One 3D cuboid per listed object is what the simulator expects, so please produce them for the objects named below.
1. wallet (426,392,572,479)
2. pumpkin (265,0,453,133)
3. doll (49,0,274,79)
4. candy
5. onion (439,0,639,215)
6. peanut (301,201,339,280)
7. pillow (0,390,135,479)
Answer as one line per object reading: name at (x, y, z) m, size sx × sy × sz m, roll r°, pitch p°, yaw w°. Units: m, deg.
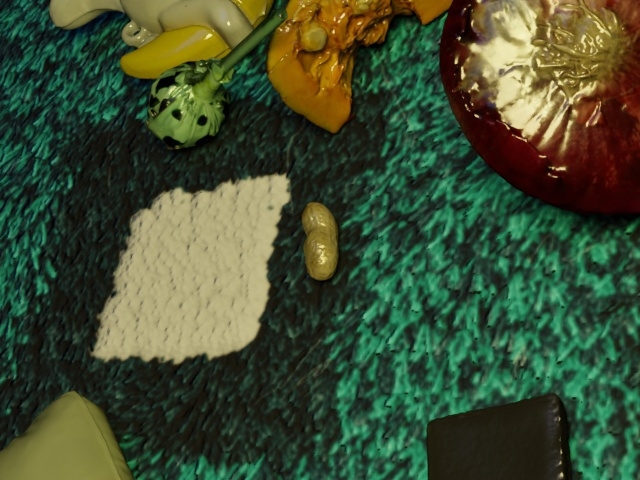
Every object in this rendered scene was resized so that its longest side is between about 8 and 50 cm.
wallet at (0.140, 0.242, 1.162) m, size 0.124 × 0.025 × 0.244 m, roll -14°, pitch 55°, yaw 24°
pumpkin at (0.068, -0.255, 1.464) m, size 0.190 × 0.139 × 0.281 m, roll -8°, pitch 58°, yaw 29°
doll at (-0.152, -0.277, 1.632) m, size 0.252 × 0.111 × 0.237 m, roll 38°, pitch 85°, yaw 33°
candy at (-0.098, -0.162, 1.453) m, size 0.091 × 0.083 × 0.305 m, roll -59°, pitch 13°, yaw -23°
onion at (0.237, -0.150, 1.269) m, size 0.272 × 0.195 × 0.272 m, roll 0°, pitch 86°, yaw -1°
peanut at (0.000, 0.000, 1.405) m, size 0.037 × 0.037 × 0.083 m, roll -23°, pitch 52°, yaw 18°
pillow at (-0.243, 0.306, 1.296) m, size 0.255 × 0.120 × 0.322 m, roll -42°, pitch 43°, yaw 0°
